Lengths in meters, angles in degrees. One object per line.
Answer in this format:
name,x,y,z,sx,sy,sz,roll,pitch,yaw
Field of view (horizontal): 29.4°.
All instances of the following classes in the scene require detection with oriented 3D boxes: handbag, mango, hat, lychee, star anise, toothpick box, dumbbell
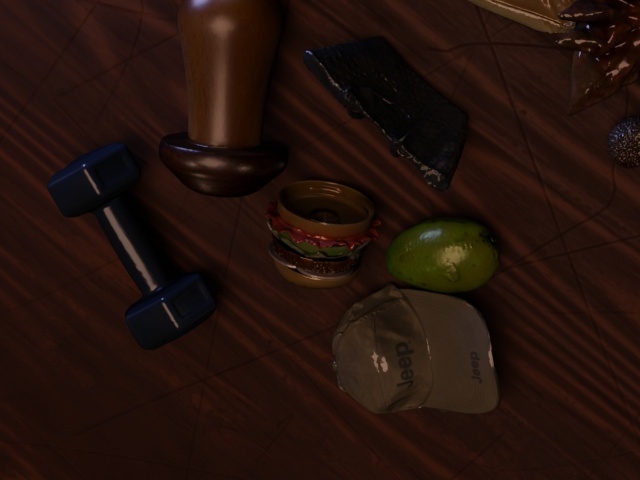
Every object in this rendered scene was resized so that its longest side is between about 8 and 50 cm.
handbag,0.099,-0.185,1.713,0.270,0.175,0.088,43,117,3
mango,0.177,0.025,1.803,0.178,0.100,0.119,-7,109,29
hat,0.137,0.183,1.828,0.245,0.149,0.214,6,114,58
lychee,0.431,-0.135,1.681,0.068,0.083,0.067,-19,67,-10
star anise,0.415,-0.304,1.541,0.109,0.292,0.349,41,115,40
toothpick box,-0.138,-0.211,1.780,0.192,0.192,0.294,8,105,16
dumbbell,-0.296,0.008,1.927,0.160,0.144,0.324,-27,99,22

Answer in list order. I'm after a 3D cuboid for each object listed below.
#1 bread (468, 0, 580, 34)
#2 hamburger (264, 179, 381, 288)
bread,0.283,-0.389,1.622,0.210,0.110,0.192,22,120,10
hamburger,-0.003,-0.001,1.820,0.175,0.175,0.136,18,119,12
